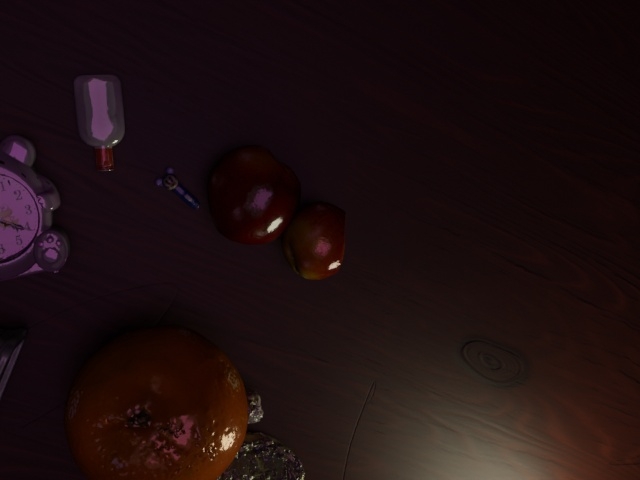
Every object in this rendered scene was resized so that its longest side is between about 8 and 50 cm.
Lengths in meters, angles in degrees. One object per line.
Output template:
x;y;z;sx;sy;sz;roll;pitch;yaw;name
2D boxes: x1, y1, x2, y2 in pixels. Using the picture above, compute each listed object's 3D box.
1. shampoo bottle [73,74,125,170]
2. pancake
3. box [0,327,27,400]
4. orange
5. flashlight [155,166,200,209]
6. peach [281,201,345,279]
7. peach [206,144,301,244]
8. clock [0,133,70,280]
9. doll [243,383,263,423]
-0.514;-0.274;1.634;0.108;0.051;0.221;-5;100;-19;shampoo bottle
-0.168;0.641;1.844;0.282;0.049;0.282;11;69;-30;pancake
-0.820;0.324;1.584;0.182;0.175;0.312;24;92;-11;box
-0.383;0.404;1.616;0.424;0.326;0.424;0;86;2;orange
-0.346;-0.123;1.720;0.121;0.035;0.057;44;84;-18;flashlight
0.000;0.000;1.773;0.192;0.190;0.190;-30;106;-15;peach
-0.169;-0.106;1.694;0.243;0.199;0.243;0;96;-1;peach
-0.739;-0.064;1.568;0.295;0.113;0.322;-13;102;-15;clock
-0.248;0.469;1.811;0.221;0.105;0.115;-41;74;-1;doll
